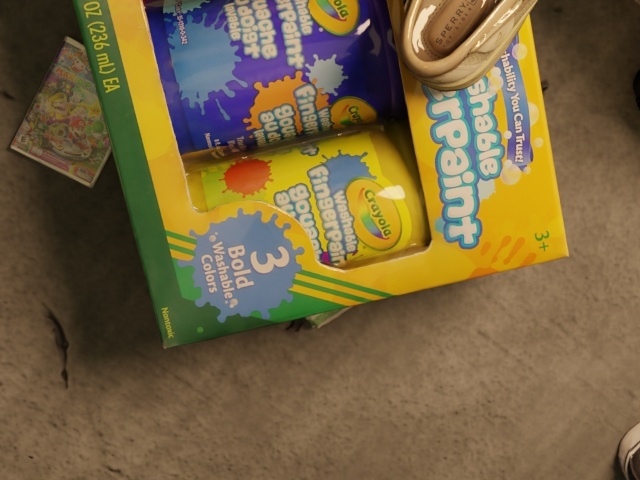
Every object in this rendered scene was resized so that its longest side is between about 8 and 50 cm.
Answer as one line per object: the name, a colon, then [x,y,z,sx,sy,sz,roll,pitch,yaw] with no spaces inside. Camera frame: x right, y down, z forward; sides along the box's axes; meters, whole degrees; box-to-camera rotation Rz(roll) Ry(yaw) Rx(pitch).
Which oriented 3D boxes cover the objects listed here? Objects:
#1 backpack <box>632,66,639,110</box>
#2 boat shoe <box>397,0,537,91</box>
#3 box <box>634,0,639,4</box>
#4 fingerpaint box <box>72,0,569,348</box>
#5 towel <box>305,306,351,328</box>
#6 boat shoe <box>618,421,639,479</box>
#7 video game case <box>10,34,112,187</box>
backpack: [0.418,-0.156,1.059,0.166,0.144,0.188,44,95,-10]
boat shoe: [0.154,-0.251,0.844,0.109,0.098,0.302,34,98,9]
box: [0.300,-0.246,0.936,0.290,0.169,0.087,44,99,20]
fingerpaint box: [-0.010,-0.167,0.990,0.371,0.163,0.445,-12,104,-3]
towel: [0.000,0.000,1.128,0.113,0.023,0.152,-33,105,2]
boat shoe: [0.454,0.177,1.180,0.301,0.102,0.108,-36,107,6]
video game case: [-0.230,-0.122,1.070,0.087,0.011,0.122,27,102,-12]
